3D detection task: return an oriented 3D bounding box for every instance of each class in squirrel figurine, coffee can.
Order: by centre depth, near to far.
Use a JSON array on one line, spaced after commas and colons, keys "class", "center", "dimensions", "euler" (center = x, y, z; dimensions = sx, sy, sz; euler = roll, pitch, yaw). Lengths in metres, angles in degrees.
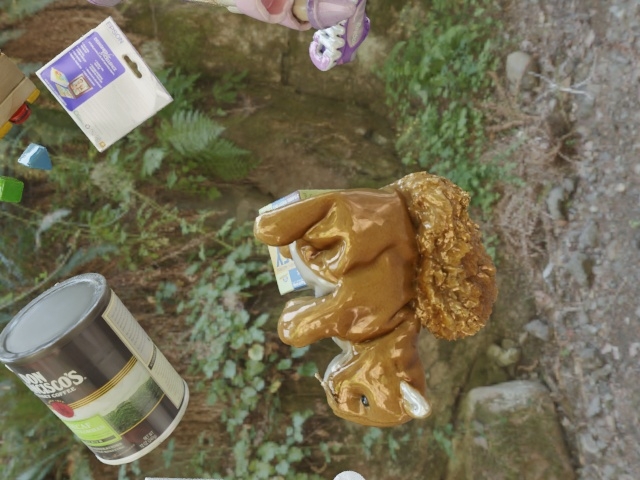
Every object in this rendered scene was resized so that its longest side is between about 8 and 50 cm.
[{"class": "squirrel figurine", "center": [0.124, 0.101, 0.979], "dimensions": [0.281, 0.397, 0.370], "euler": [98, 153, -79]}, {"class": "coffee can", "center": [-0.385, 0.224, 1.034], "dimensions": [0.201, 0.201, 0.275], "euler": [-103, -12, -59]}]

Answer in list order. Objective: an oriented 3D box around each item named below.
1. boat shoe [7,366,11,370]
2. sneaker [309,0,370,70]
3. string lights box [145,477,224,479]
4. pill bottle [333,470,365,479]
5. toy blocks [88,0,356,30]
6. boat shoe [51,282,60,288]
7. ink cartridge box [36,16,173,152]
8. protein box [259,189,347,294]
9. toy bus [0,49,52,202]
[{"class": "boat shoe", "center": [-0.749, 0.280, 1.539], "dimensions": [0.116, 0.319, 0.099], "euler": [-55, -49, -36]}, {"class": "sneaker", "center": [0.061, -0.465, 1.223], "dimensions": [0.095, 0.104, 0.236], "euler": [50, 134, 34]}, {"class": "string lights box", "center": [-0.211, 0.492, 0.866], "dimensions": [0.077, 0.133, 0.259], "euler": [-5, 72, 56]}, {"class": "pill bottle", "center": [0.055, 0.563, 1.248], "dimensions": [0.103, 0.103, 0.184], "euler": [-98, 9, -46]}, {"class": "toy blocks", "center": [-0.063, -0.361, 0.585], "dimensions": [0.309, 0.260, 0.288], "euler": [-17, -59, -53]}, {"class": "boat shoe", "center": [-0.600, 0.144, 1.329], "dimensions": [0.046, 0.038, 0.125], "euler": [46, -169, -37]}, {"class": "ink cartridge box", "center": [-0.451, -0.327, 1.259], "dimensions": [0.206, 0.208, 0.045], "euler": [55, -167, -19]}, {"class": "protein box", "center": [0.000, 0.000, 1.329], "dimensions": [0.136, 0.201, 0.200], "euler": [-22, 79, 41]}, {"class": "toy bus", "center": [-0.421, -0.137, 0.659], "dimensions": [0.202, 0.104, 0.191], "euler": [-19, -58, -53]}]
